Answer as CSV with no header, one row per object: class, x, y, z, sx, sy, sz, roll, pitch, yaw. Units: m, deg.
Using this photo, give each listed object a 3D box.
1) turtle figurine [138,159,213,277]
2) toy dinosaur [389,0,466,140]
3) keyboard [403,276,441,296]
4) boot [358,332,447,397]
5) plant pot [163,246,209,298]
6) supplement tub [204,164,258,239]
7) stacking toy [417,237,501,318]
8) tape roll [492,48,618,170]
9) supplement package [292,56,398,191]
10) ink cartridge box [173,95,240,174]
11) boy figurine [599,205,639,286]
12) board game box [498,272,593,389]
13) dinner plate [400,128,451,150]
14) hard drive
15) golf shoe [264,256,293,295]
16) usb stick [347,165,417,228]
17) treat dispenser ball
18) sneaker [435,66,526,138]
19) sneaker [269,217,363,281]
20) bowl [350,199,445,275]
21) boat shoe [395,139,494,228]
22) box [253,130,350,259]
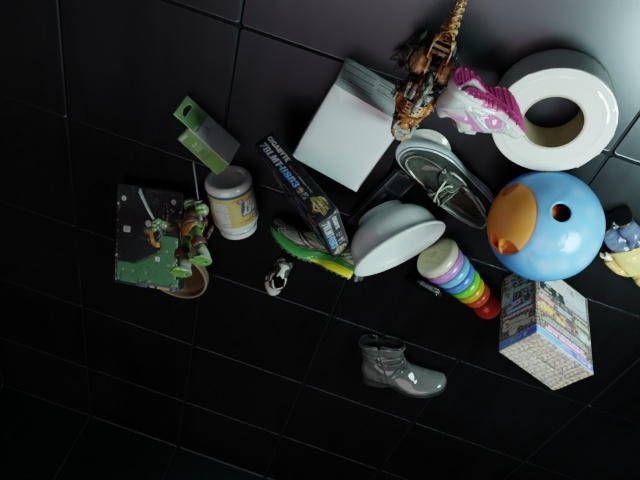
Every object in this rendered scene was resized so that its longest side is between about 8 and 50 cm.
turtle figurine,-0.426,-0.044,1.865,0.197,0.266,0.275,-12,151,-2
toy dinosaur,0.255,-0.385,1.410,0.164,0.218,0.322,42,115,-12
keyboard,0.333,0.146,1.972,0.108,0.023,0.180,31,178,-5
boot,0.305,0.460,2.298,0.338,0.118,0.223,4,128,9
plant pot,-0.498,0.089,2.212,0.237,0.110,0.237,10,135,11
supplement tub,-0.270,-0.116,1.914,0.144,0.144,0.200,6,134,13
stacking toy,0.449,0.137,1.937,0.141,0.141,0.330,-26,126,36
tape roll,0.556,-0.306,1.488,0.286,0.100,0.286,9,134,10
supplement package,0.080,-0.298,1.623,0.204,0.145,0.262,28,134,-9
ink cartridge box,-0.339,-0.302,1.785,0.062,0.109,0.209,-30,117,37
boy figurine,0.875,0.034,1.710,0.177,0.092,0.285,-27,120,36
board game box,0.666,0.247,1.841,0.232,0.291,0.141,36,133,-15
dinner plate,0.286,-0.241,1.699,0.141,0.017,0.141,9,133,9
hard drive,-0.560,-0.011,2.061,0.236,0.064,0.339,8,102,11
golf shoe,-0.159,0.145,2.164,0.077,0.094,0.198,20,137,-2
usb stick,0.179,-0.122,1.829,0.077,0.045,0.278,26,136,-19
treat dispenser ball,0.576,-0.038,1.600,0.288,0.288,0.288,10,135,10
sneaker,0.360,-0.293,1.404,0.252,0.103,0.111,22,143,-27
sneaker,0.000,0.000,1.973,0.343,0.134,0.146,22,99,7
bowl,0.201,-0.024,1.807,0.298,0.297,0.134,-44,65,42
boat shoe,0.345,-0.150,1.674,0.335,0.119,0.121,29,134,-17
box,-0.041,-0.115,1.691,0.293,0.073,0.295,51,176,21
